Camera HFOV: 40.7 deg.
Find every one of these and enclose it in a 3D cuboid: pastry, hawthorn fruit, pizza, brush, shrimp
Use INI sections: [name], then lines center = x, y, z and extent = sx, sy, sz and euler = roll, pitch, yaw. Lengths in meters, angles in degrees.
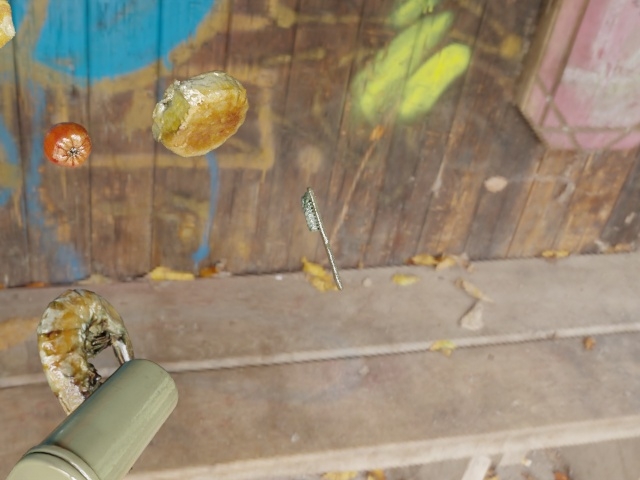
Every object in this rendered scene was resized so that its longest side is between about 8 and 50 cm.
[pastry]
center = -0.295, -0.319, 2.134
extent = 0.236, 0.257, 0.121
euler = -12, 59, -50
[hawthorn fruit]
center = -0.669, -0.261, 2.266
extent = 0.125, 0.125, 0.140
euler = -18, 75, -32
[pizza]
center = -0.674, -0.430, 1.732
extent = 0.036, 0.099, 0.160
euler = 0, 48, 36
[brush]
center = 0.000, 0.000, 1.501
extent = 0.028, 0.190, 0.034
euler = -19, 7, -6
[shrimp]
center = -0.412, 0.261, 1.644
extent = 0.071, 0.365, 0.233
euler = -15, 15, 30

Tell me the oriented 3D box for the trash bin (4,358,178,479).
[trash bin]
center = -0.320, 0.304, 1.170
extent = 0.121, 0.243, 0.247
euler = 39, 30, 0
